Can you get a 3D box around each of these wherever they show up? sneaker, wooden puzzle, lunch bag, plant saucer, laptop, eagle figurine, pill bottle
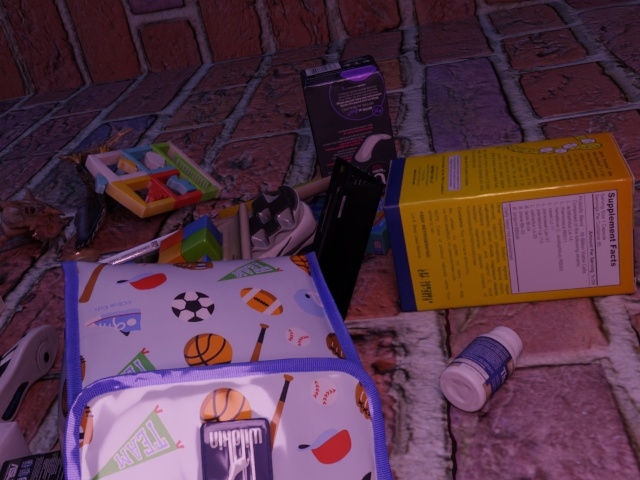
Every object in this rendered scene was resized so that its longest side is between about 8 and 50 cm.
[{"bbox_3d":[-0.142,0.048,1.382,0.330,0.146,0.122,-31,51,10],"label":"sneaker"},{"bbox_3d":[-0.097,-0.076,1.530,0.238,0.044,0.221,-19,4,35],"label":"wooden puzzle"},{"bbox_3d":[-0.255,0.091,1.205,0.348,0.080,0.322,-34,27,10],"label":"wooden puzzle"},{"bbox_3d":[-0.118,0.195,0.858,0.327,0.239,0.385,-2,40,-17],"label":"lunch bag"},{"bbox_3d":[-0.501,0.045,1.632,0.083,0.015,0.083,-11,27,5],"label":"plant saucer"},{"bbox_3d":[0.000,0.000,1.217,0.136,0.234,0.264,9,16,-28],"label":"laptop"},{"bbox_3d":[-0.485,-0.109,1.790,0.226,0.225,0.298,-45,63,16],"label":"eagle figurine"},{"bbox_3d":[0.215,0.165,1.021,0.067,0.067,0.120,13,36,41],"label":"pill bottle"},{"bbox_3d":[-0.517,0.208,1.242,0.121,0.079,0.217,-5,29,13],"label":"sneaker"}]

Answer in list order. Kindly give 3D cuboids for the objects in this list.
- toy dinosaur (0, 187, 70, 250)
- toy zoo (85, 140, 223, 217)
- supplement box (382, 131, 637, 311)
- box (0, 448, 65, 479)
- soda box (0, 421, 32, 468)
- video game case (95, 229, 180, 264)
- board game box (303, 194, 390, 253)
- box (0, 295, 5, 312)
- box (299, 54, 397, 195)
[{"bbox_3d":[-0.654,-0.049,1.775,0.200,0.127,0.296,-9,18,-1],"label":"toy dinosaur"},{"bbox_3d":[-0.377,-0.136,1.711,0.192,0.030,0.293,40,32,19],"label":"toy zoo"},{"bbox_3d":[0.294,-0.029,1.228,0.356,0.194,0.195,-6,27,13],"label":"supplement box"},{"bbox_3d":[-0.287,0.344,0.896,0.216,0.060,0.270,-12,27,-1],"label":"box"},{"bbox_3d":[-0.455,0.329,0.989,0.074,0.069,0.216,-7,27,11],"label":"soda box"},{"bbox_3d":[-0.334,0.053,1.405,0.173,0.022,0.190,-23,-14,-20],"label":"video game case"},{"bbox_3d":[0.054,-0.034,1.509,0.210,0.047,0.160,2,29,26],"label":"board game box"},{"bbox_3d":[-0.787,0.126,1.478,0.311,0.121,0.148,-5,28,14],"label":"box"},{"bbox_3d":[0.065,-0.231,1.642,0.165,0.270,0.143,-12,26,1],"label":"box"}]
